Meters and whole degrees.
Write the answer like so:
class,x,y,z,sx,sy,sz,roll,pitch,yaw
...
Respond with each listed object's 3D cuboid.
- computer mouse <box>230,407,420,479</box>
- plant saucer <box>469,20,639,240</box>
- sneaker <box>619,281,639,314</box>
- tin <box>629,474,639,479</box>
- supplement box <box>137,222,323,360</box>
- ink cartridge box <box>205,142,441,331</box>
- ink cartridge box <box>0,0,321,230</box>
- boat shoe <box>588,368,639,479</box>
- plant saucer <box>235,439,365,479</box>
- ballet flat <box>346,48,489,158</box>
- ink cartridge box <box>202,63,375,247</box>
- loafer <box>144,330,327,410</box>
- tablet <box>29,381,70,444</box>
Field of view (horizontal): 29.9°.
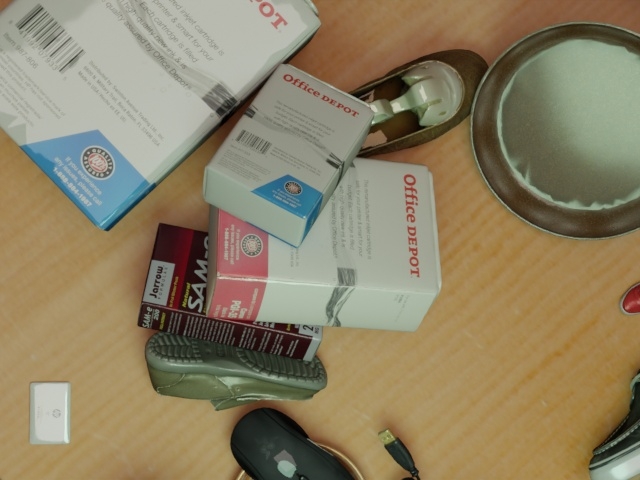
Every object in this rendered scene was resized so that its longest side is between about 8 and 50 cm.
class,x,y,z,sx,sy,sz,roll,pitch,yaw
computer mouse,0.018,0.304,1.600,0.184,0.060,0.262,-42,94,-6
plant saucer,0.359,-0.150,1.631,0.310,0.050,0.311,8,116,16
sneaker,0.484,0.071,1.695,0.118,0.067,0.042,-25,91,-7
tin,0.427,0.409,1.695,0.106,0.040,0.190,39,84,-8
supplement box,-0.113,0.069,1.598,0.239,0.073,0.130,11,58,-6
ink cartridge box,0.000,0.000,1.553,0.283,0.117,0.207,6,57,-10
ink cartridge box,-0.237,-0.246,1.570,0.395,0.166,0.285,-43,94,-5
boat shoe,0.488,0.216,1.680,0.335,0.121,0.119,-34,85,-17
plant saucer,-0.029,0.371,1.641,0.200,0.037,0.200,0,88,-7
ballet flat,0.087,-0.177,1.627,0.342,0.124,0.116,-20,88,-7
ink cartridge box,-0.038,-0.107,1.488,0.139,0.082,0.191,28,58,8
loafer,-0.116,0.179,1.622,0.251,0.094,0.087,9,126,-10
tablet,-0.365,0.233,1.621,0.054,0.006,0.083,0,89,-7
